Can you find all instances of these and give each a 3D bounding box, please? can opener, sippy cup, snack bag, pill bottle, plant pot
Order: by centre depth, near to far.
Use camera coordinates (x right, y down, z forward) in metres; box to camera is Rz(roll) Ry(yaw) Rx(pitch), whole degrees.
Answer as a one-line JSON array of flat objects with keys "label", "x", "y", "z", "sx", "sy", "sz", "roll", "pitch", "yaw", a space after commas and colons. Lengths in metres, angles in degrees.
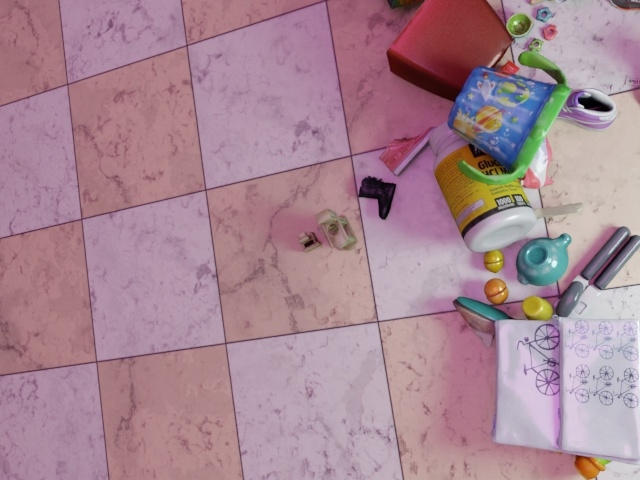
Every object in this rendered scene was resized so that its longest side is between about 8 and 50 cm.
[{"label": "snack bag", "x": 0.571, "y": 0.338, "z": 1.432, "sx": 0.343, "sy": 0.037, "sz": 0.323, "roll": -1, "pitch": 81, "yaw": 33}, {"label": "sippy cup", "x": 0.436, "y": -0.299, "z": 1.446, "sx": 0.224, "sy": 0.305, "sz": 0.240, "roll": 28, "pitch": 135, "yaw": 14}, {"label": "can opener", "x": 0.701, "y": 0.089, "z": 1.532, "sx": 0.076, "sy": 0.095, "sz": 0.283, "roll": 39, "pitch": 99, "yaw": 17}, {"label": "pill bottle", "x": 0.410, "y": -0.153, "z": 1.586, "sx": 0.188, "sy": 0.188, "sz": 0.334, "roll": -26, "pitch": 65, "yaw": 16}, {"label": "plant pot", "x": 0.356, "y": -0.515, "z": 1.623, "sx": 0.236, "sy": 0.267, "sz": 0.267, "roll": 39, "pitch": 99, "yaw": 4}]

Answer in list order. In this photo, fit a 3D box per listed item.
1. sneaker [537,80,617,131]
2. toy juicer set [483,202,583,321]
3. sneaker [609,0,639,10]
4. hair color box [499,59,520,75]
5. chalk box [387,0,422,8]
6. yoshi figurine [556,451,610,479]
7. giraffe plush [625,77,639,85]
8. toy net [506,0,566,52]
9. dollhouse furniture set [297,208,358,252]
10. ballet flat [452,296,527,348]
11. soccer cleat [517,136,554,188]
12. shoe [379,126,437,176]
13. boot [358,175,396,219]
[{"label": "sneaker", "x": 0.618, "y": -0.367, "z": 1.559, "sx": 0.282, "sy": 0.161, "sz": 0.102, "roll": 17, "pitch": 93, "yaw": 21}, {"label": "toy juicer set", "x": 0.549, "y": 0.043, "z": 1.606, "sx": 0.209, "sy": 0.089, "sz": 0.329, "roll": 16, "pitch": 81, "yaw": 40}, {"label": "sneaker", "x": 0.825, "y": -0.621, "z": 1.553, "sx": 0.158, "sy": 0.065, "sz": 0.061, "roll": 24, "pitch": 94, "yaw": 19}, {"label": "hair color box", "x": 0.482, "y": -0.415, "z": 1.656, "sx": 0.043, "sy": 0.072, "sz": 0.141, "roll": 44, "pitch": 100, "yaw": 16}, {"label": "chalk box", "x": 0.254, "y": -0.771, "z": 1.652, "sx": 0.289, "sy": 0.179, "sz": 0.180, "roll": -17, "pitch": 80, "yaw": -7}, {"label": "yoshi figurine", "x": 0.737, "y": 0.404, "z": 1.487, "sx": 0.362, "sy": 0.204, "sz": 0.203, "roll": -53, "pitch": 31, "yaw": 23}, {"label": "giraffe plush", "x": 0.867, "y": -0.418, "z": 1.468, "sx": 0.210, "sy": 0.170, "sz": 0.181, "roll": -8, "pitch": 84, "yaw": 19}, {"label": "toy net", "x": 0.616, "y": -0.628, "z": 1.637, "sx": 0.122, "sy": 0.045, "sz": 0.232, "roll": 43, "pitch": 100, "yaw": 18}, {"label": "dollhouse furniture set", "x": 0.000, "y": 0.000, "z": 1.737, "sx": 0.161, "sy": 0.182, "sz": 0.101, "roll": -29, "pitch": 78, "yaw": 15}, {"label": "ballet flat", "x": 0.490, "y": 0.246, "z": 1.595, "sx": 0.316, "sy": 0.107, "sz": 0.106, "roll": 19, "pitch": 105, "yaw": 20}, {"label": "soccer cleat", "x": 0.564, "y": -0.258, "z": 1.590, "sx": 0.095, "sy": 0.083, "sz": 0.248, "roll": -5, "pitch": 105, "yaw": 1}, {"label": "shoe", "x": 0.250, "y": -0.273, "z": 1.730, "sx": 0.081, "sy": 0.063, "sz": 0.178, "roll": 46, "pitch": 105, "yaw": 11}, {"label": "boot", "x": 0.159, "y": -0.127, "z": 1.763, "sx": 0.099, "sy": 0.045, "sz": 0.121, "roll": 14, "pitch": 84, "yaw": 17}]
